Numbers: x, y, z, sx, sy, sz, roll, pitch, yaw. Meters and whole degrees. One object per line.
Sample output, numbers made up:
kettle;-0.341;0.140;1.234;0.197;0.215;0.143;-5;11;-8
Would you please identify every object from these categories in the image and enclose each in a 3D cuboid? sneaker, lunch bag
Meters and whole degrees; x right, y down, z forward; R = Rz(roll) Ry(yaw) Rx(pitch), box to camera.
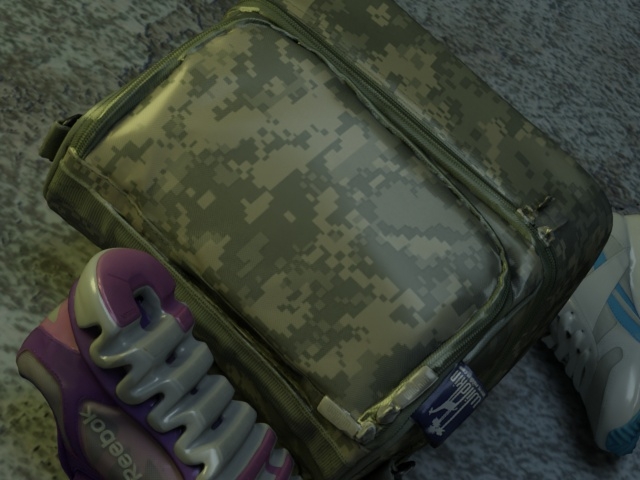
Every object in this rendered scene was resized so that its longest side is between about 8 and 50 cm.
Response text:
sneaker;0.203;0.068;1.325;0.092;0.087;0.228;7;42;-3
sneaker;-0.093;0.124;1.014;0.236;0.104;0.095;59;25;-4
lunch bag;0.000;0.000;1.132;0.305;0.212;0.256;44;45;11
